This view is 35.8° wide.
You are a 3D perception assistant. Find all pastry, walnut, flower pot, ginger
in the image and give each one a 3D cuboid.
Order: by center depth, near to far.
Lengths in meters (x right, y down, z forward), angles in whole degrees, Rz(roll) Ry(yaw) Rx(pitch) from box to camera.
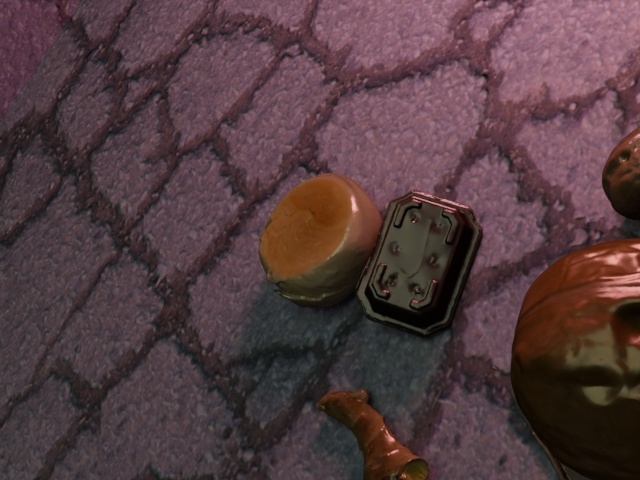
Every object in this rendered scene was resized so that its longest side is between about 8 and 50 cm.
[{"bbox_3d":[0.457,0.158,1.334,0.398,0.308,0.354,-3,57,18],"label":"walnut"},{"bbox_3d":[0.515,-0.108,1.542,0.140,0.140,0.162,61,138,37],"label":"walnut"},{"bbox_3d":[0.084,0.357,1.680,0.131,0.086,0.294,-56,41,13],"label":"ginger"},{"bbox_3d":[0.168,0.031,1.717,0.179,0.084,0.251,19,80,13],"label":"flower pot"},{"bbox_3d":[0.001,-0.002,1.861,0.265,0.133,0.265,-16,60,30],"label":"pastry"}]

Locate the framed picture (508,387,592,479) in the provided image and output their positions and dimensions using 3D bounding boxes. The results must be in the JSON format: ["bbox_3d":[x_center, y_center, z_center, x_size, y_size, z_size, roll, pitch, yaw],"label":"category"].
[{"bbox_3d":[0.431,0.285,1.499,0.209,0.019,0.281,-37,53,16],"label":"framed picture"}]
